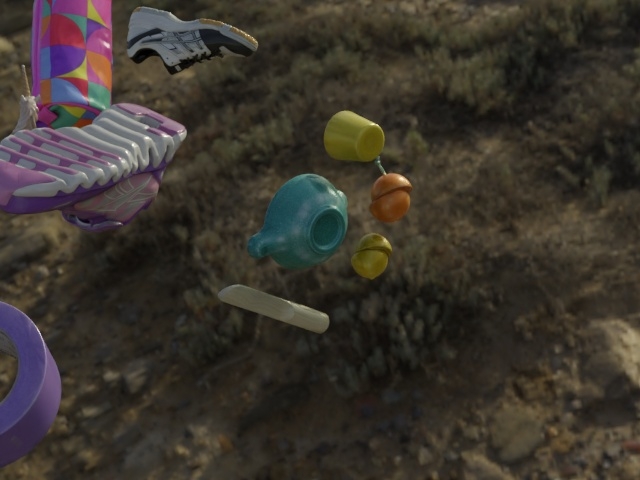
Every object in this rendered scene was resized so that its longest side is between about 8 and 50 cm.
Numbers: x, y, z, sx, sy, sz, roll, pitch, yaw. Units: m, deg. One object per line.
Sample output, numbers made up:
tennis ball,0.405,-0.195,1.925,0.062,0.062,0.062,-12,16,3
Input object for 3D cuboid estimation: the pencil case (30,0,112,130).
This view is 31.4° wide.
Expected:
pencil case,-0.296,-0.236,1.328,0.104,0.104,0.236,-12,70,12

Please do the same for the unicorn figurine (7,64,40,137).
unicorn figurine,-0.331,-0.084,1.193,0.060,0.111,0.162,30,63,5

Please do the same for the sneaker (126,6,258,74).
sneaker,-0.080,-0.118,0.702,0.083,0.037,0.032,12,-6,14

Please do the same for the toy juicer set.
toy juicer set,0.000,0.000,1.569,0.089,0.209,0.329,20,68,47

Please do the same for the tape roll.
tape roll,-0.401,0.167,1.314,0.189,0.080,0.189,-1,58,2

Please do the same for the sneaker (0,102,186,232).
sneaker,-0.208,-0.049,1.021,0.095,0.104,0.236,26,24,17
